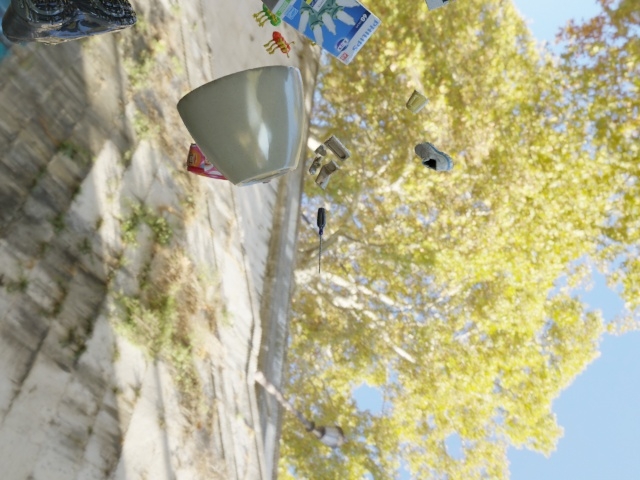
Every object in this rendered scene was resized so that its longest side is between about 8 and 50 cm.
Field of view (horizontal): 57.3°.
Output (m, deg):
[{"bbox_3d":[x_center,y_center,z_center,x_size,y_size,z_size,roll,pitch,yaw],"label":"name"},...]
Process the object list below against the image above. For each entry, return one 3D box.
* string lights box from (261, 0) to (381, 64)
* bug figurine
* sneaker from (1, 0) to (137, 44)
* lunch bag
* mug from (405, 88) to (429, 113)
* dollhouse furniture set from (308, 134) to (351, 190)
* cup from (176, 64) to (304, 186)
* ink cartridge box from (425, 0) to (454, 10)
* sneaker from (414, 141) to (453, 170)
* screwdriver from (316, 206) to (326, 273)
[{"bbox_3d":[0.005,-0.527,1.339,0.133,0.260,0.076,-49,-131,21],"label":"string lights box"},{"bbox_3d":[-0.085,-0.698,1.918,0.279,0.216,0.072,6,-121,37],"label":"bug figurine"},{"bbox_3d":[-0.496,-0.446,1.158,0.130,0.109,0.286,-23,-177,37],"label":"sneaker"},{"bbox_3d":[-0.314,-0.271,2.028,0.258,0.293,0.120,-142,-120,-76],"label":"lunch bag"},{"bbox_3d":[0.307,-0.454,1.911,0.064,0.078,0.062,-50,-137,20],"label":"mug"},{"bbox_3d":[0.032,-0.325,2.453,0.151,0.144,0.123,-28,-153,40],"label":"dollhouse furniture set"},{"bbox_3d":[-0.176,-0.275,1.513,0.331,0.236,0.331,-17,-179,0],"label":"cup"},{"bbox_3d":[0.396,-0.797,1.788,0.175,0.072,0.127,-15,-123,20],"label":"ink cartridge box"},{"bbox_3d":[0.384,-0.298,2.089,0.083,0.071,0.191,-18,-146,-23],"label":"sneaker"},{"bbox_3d":[0.000,0.000,1.493,0.024,0.169,0.025,2,-176,-7],"label":"screwdriver"}]
